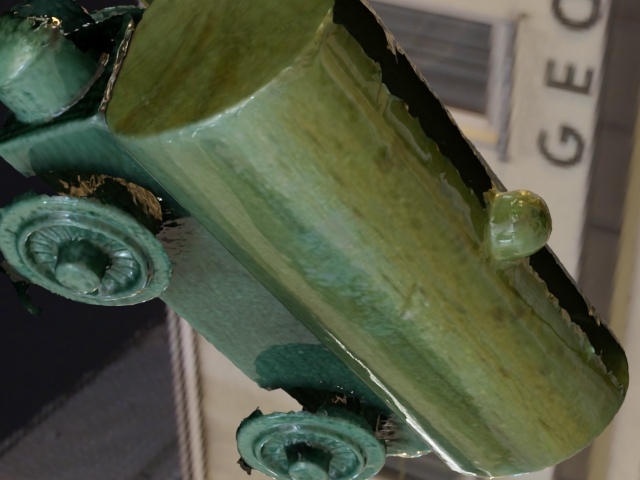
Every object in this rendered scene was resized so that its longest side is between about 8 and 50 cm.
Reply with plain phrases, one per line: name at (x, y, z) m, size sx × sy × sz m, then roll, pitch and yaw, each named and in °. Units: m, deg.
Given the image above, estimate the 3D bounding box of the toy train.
toy train at (0.002, -0.007, 0.570) m, size 0.307 × 0.189 × 0.126 m, roll 47°, pitch -148°, yaw -39°
